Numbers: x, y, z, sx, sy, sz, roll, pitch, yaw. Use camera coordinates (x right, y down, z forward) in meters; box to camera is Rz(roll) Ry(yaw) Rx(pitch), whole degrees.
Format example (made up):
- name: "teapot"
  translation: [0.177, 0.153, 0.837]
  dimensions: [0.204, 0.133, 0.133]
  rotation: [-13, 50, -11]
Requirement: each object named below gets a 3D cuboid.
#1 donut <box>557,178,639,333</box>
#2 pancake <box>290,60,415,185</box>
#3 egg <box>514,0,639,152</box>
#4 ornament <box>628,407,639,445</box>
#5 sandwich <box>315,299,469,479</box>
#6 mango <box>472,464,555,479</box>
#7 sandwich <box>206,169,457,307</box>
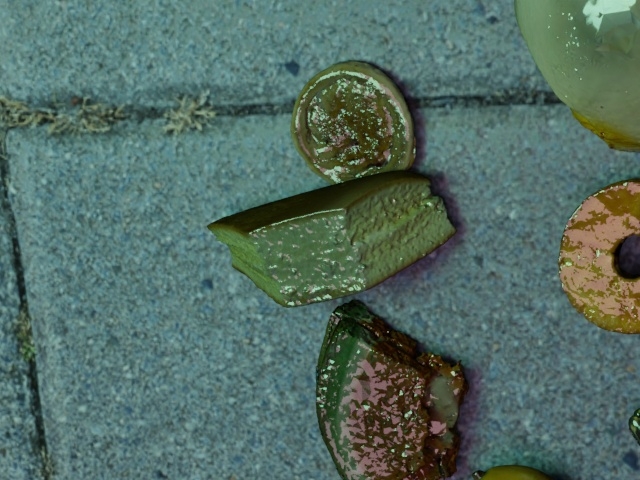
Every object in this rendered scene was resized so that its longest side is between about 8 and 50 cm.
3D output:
- name: "donut"
  translation: [0.301, 0.012, 1.521]
  dimensions: [0.152, 0.058, 0.152]
  rotation: [5, 107, 18]
- name: "pancake"
  translation: [0.032, -0.111, 1.602]
  dimensions: [0.139, 0.022, 0.139]
  rotation: [6, 108, 19]
- name: "egg"
  translation: [0.293, -0.212, 1.343]
  dimensions: [0.337, 0.201, 0.337]
  rotation: [17, 126, 26]
- name: "ornament"
  translation: [0.441, 0.191, 1.514]
  dimensions: [0.236, 0.080, 0.202]
  rotation: [-39, 87, 26]
- name: "sandwich"
  translation: [0.065, 0.192, 1.652]
  dimensions: [0.159, 0.079, 0.235]
  rotation: [11, 109, 17]
- name: "mango"
  translation: [0.211, 0.337, 1.627]
  dimensions: [0.147, 0.109, 0.227]
  rotation: [-3, 107, 17]
- name: "sandwich"
  translation: [0.000, 0.000, 1.603]
  dimensions: [0.258, 0.096, 0.094]
  rotation: [-14, 113, 23]
